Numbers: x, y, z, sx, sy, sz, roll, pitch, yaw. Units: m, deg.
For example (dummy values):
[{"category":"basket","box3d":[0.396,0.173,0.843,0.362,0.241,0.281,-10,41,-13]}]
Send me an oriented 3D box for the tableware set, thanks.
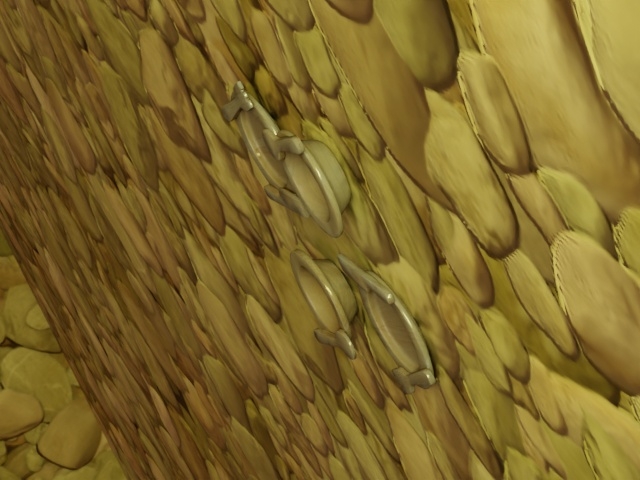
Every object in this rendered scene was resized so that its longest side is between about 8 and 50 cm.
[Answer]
[{"category":"tableware set","box3d":[0.000,0.000,0.914,0.168,0.020,0.141,65,166,-15]}]
